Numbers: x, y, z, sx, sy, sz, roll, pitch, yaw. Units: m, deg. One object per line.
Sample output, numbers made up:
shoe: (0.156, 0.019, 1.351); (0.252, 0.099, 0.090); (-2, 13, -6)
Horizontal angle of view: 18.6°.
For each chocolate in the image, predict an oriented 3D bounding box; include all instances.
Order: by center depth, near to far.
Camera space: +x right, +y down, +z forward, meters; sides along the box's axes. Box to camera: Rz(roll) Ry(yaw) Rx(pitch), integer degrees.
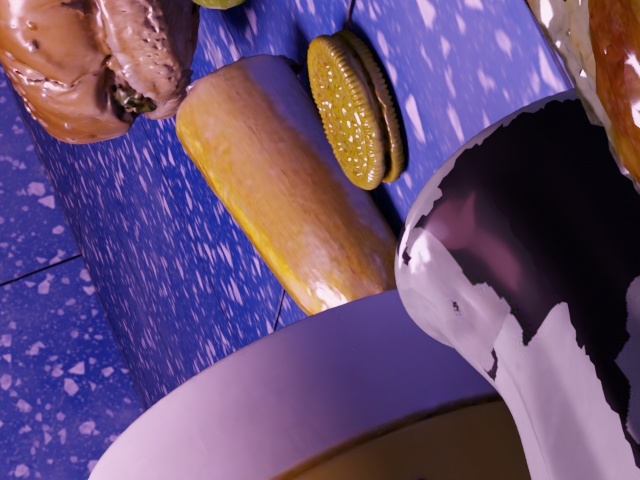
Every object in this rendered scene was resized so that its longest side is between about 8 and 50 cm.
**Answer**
chocolate: (0.000, 0.000, 1.068); (0.219, 0.086, 0.085); (58, 165, 25)

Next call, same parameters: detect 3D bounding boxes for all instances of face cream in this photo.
face cream: (0.029, 0.152, 0.857); (0.218, 0.218, 0.179); (93, 152, -63)

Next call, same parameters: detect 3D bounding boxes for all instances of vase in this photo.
vase: (0.134, 0.112, 0.512); (0.165, 0.165, 0.360); (82, 166, -46)

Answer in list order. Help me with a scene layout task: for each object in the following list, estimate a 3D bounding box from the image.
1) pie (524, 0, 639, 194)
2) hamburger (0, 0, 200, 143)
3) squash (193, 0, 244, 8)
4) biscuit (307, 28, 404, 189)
pie: (0.098, -0.109, 0.393); (0.288, 0.103, 0.354); (94, 157, -64)
hamburger: (-0.149, -0.188, 1.164); (0.243, 0.146, 0.286); (-104, 3, -51)
squash: (-0.072, -0.227, 1.037); (0.066, 0.066, 0.229); (-130, 24, -57)
biscuit: (0.018, -0.067, 1.004); (0.084, 0.023, 0.084); (160, 90, -77)
